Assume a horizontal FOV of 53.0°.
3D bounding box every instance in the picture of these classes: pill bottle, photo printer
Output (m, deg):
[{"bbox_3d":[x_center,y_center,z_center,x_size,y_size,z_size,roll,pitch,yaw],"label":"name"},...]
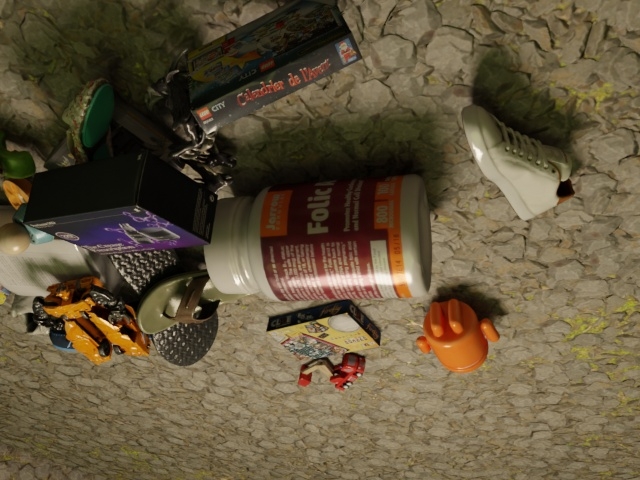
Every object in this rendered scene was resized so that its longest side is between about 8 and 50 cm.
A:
[{"bbox_3d":[0.000,0.000,1.197,0.392,0.224,0.224,-3,140,16],"label":"pill bottle"},{"bbox_3d":[-0.638,0.031,1.468,0.307,0.107,0.256,2,141,10],"label":"photo printer"}]

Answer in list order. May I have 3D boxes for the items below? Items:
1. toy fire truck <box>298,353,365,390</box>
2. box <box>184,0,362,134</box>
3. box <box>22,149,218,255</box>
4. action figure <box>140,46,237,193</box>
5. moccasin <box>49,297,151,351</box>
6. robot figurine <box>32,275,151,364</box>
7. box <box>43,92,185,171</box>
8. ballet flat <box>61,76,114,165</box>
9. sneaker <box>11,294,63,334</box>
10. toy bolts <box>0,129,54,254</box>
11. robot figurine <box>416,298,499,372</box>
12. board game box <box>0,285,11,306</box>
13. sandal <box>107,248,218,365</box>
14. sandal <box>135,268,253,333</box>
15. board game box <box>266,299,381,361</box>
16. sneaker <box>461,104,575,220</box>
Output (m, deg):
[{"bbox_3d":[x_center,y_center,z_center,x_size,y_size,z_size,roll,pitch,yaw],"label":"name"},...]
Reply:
[{"bbox_3d":[0.029,0.362,1.781,0.135,0.047,0.192,21,140,-12],"label":"toy fire truck"},{"bbox_3d":[-0.073,-0.254,0.890,0.233,0.159,0.044,-24,135,7],"label":"box"},{"bbox_3d":[-0.338,-0.054,1.095,0.261,0.103,0.184,-6,155,29],"label":"box"},{"bbox_3d":[-0.230,-0.191,1.066,0.141,0.164,0.276,-3,145,9],"label":"action figure"},{"bbox_3d":[-0.530,0.192,1.647,0.342,0.138,0.117,-11,123,-1],"label":"moccasin"},{"bbox_3d":[-0.516,0.182,1.466,0.211,0.085,0.291,-11,138,8],"label":"robot figurine"},{"bbox_3d":[-0.388,-0.156,1.221,0.183,0.056,0.231,37,134,-27],"label":"box"},{"bbox_3d":[-0.397,-0.182,1.085,0.077,0.091,0.241,28,138,7],"label":"ballet flat"},{"bbox_3d":[-0.722,0.216,1.705,0.099,0.121,0.262,-11,137,25],"label":"sneaker"},{"bbox_3d":[-0.598,-0.058,1.238,0.228,0.158,0.218,36,143,12],"label":"toy bolts"},{"bbox_3d":[0.312,0.224,1.484,0.158,0.128,0.219,-41,133,-7],"label":"robot figurine"},{"bbox_3d":[-0.894,0.140,1.663,0.136,0.035,0.201,32,116,-26],"label":"board game box"},{"bbox_3d":[-0.362,0.112,1.503,0.167,0.107,0.446,-28,128,-16],"label":"sandal"},{"bbox_3d":[-0.266,0.127,1.430,0.303,0.086,0.120,-21,127,-6],"label":"sandal"},{"bbox_3d":[0.008,0.233,1.628,0.243,0.042,0.165,-17,134,29],"label":"board game box"},{"bbox_3d":[0.332,-0.144,1.052,0.123,0.106,0.290,-23,142,29],"label":"sneaker"}]
